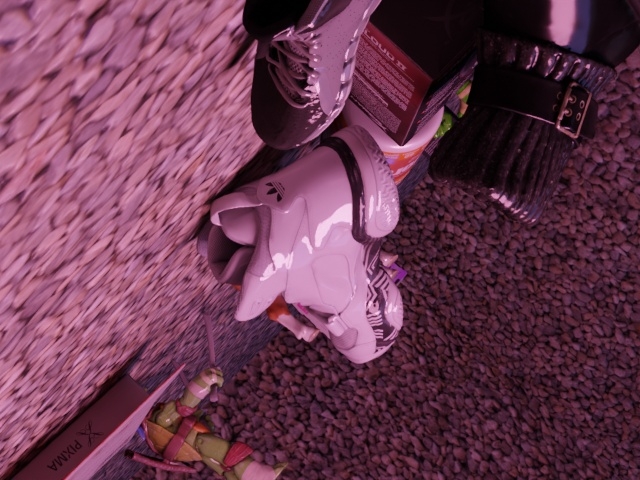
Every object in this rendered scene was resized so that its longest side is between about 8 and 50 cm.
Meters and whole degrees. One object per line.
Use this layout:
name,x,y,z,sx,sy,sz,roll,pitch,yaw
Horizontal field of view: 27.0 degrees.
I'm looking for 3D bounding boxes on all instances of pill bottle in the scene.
pill bottle,0.066,-0.128,1.601,0.121,0.121,0.216,-46,175,-19

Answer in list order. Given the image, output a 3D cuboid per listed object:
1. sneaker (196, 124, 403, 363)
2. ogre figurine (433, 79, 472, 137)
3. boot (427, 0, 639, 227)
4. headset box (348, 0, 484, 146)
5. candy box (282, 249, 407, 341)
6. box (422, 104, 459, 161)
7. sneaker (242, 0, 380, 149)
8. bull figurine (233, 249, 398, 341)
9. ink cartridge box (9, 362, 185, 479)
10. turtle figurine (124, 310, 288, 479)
sneaker,-0.024,0.036,1.537,0.210,0.137,0.366,-21,142,-15
ogre figurine,0.179,-0.242,1.715,0.197,0.118,0.097,-48,180,32
boot,0.162,-0.167,1.161,0.260,0.131,0.348,-55,138,3
headset box,0.133,-0.237,1.354,0.218,0.110,0.293,-46,175,-8
candy box,0.015,0.048,2.170,0.165,0.196,0.070,-44,174,-39
box,0.239,-0.185,2.494,0.093,0.158,0.156,-47,176,10
sneaker,-0.024,-0.146,0.951,0.132,0.086,0.229,-34,157,-50
bull figurine,0.000,0.000,1.793,0.310,0.188,0.101,-36,159,-39
ink cartridge box,-0.335,0.289,1.816,0.296,0.066,0.261,-44,174,-42
turtle figurine,-0.161,0.275,2.096,0.198,0.266,0.275,-53,176,33
